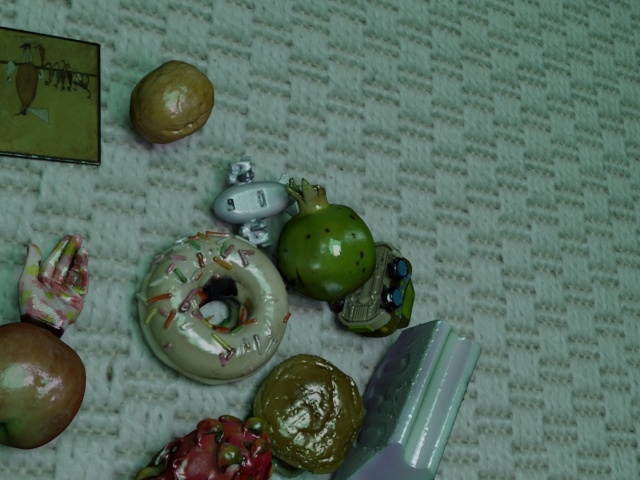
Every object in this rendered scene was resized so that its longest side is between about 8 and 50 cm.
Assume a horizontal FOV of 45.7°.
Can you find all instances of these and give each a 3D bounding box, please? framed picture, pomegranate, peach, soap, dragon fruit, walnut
[{"bbox_3d":[-0.660,-0.350,1.834,0.255,0.014,0.339,4,71,-27],"label":"framed picture"},{"bbox_3d":[0.000,0.000,1.910,0.260,0.260,0.341,-32,105,-33],"label":"pomegranate"},{"bbox_3d":[-0.602,0.284,1.518,0.252,0.252,0.253,10,68,-25],"label":"peach"},{"bbox_3d":[0.209,0.435,1.884,0.156,0.261,0.446,34,62,-15],"label":"soap"},{"bbox_3d":[-0.242,0.506,1.633,0.307,0.243,0.228,-45,135,-36],"label":"dragon fruit"},{"bbox_3d":[-0.370,-0.339,1.880,0.221,0.195,0.195,-41,94,-34],"label":"walnut"}]

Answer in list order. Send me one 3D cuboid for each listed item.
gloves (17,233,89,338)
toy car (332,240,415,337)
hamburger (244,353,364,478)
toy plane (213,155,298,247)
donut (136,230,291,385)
[{"bbox_3d":[-0.582,0.094,1.665,0.145,0.126,0.241,8,44,-5],"label":"gloves"},{"bbox_3d":[0.167,0.148,2.032,0.198,0.204,0.248,36,57,-41],"label":"toy car"},{"bbox_3d":[-0.031,0.424,1.835,0.265,0.134,0.285,35,58,-16],"label":"hamburger"},{"bbox_3d":[-0.164,-0.100,1.961,0.244,0.117,0.245,4,82,-27],"label":"toy plane"},{"bbox_3d":[-0.240,0.151,1.813,0.382,0.142,0.383,11,67,-26],"label":"donut"}]
